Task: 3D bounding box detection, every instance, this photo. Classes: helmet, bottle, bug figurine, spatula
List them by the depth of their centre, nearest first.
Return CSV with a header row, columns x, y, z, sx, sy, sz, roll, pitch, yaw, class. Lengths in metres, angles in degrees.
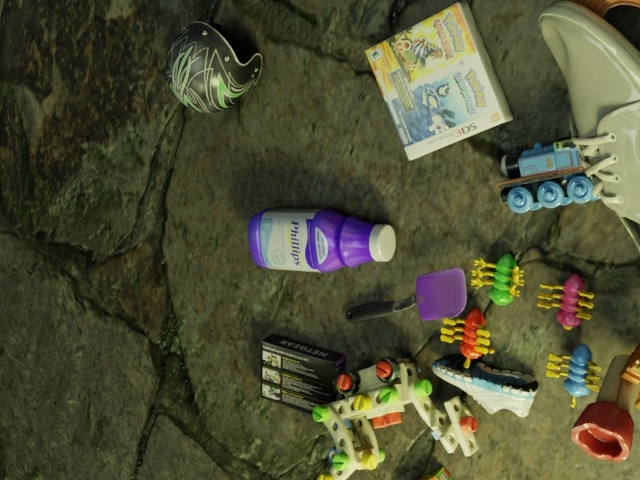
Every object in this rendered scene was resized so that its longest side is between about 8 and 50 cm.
x,y,z,sx,sy,sz,roll,pitch,yaw,class
0.346,0.141,1.373,0.279,0.072,0.216,18,108,32,bug figurine
0.144,0.116,1.491,0.296,0.030,0.084,-22,68,50,spatula
-0.205,-0.318,1.525,0.170,0.162,0.169,11,111,30,helmet
0.000,0.000,1.537,0.283,0.092,0.118,3,106,32,bottle

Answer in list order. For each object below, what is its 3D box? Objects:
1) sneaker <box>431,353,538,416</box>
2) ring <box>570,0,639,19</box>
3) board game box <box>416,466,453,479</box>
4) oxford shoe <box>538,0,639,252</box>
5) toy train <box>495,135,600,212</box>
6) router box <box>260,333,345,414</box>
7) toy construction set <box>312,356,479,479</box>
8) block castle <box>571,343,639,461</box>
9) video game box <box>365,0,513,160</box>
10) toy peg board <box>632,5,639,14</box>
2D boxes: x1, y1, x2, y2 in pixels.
x,y,z,sx,sy,sz,roll,pitch,yaw,class
0.282,0.262,1.457,0.191,0.071,0.082,17,119,28,sneaker
0.450,-0.221,1.076,0.032,0.336,0.336,-37,83,-2,ring
0.248,0.532,1.579,0.092,0.043,0.181,-40,82,35,board game box
0.420,-0.124,1.142,0.130,0.169,0.449,-34,100,1,oxford shoe
0.361,-0.104,1.285,0.184,0.080,0.105,-9,91,37,toy train
-0.039,0.277,1.680,0.179,0.046,0.133,13,111,29,router box
0.122,0.335,1.531,0.328,0.151,0.214,-19,70,28,toy construction set
0.553,0.217,1.063,0.303,0.212,0.453,30,145,9,block castle
0.192,-0.257,1.361,0.187,0.048,0.205,-21,93,33,video game box
0.466,-0.332,1.100,0.079,0.161,0.161,-41,80,18,toy peg board
